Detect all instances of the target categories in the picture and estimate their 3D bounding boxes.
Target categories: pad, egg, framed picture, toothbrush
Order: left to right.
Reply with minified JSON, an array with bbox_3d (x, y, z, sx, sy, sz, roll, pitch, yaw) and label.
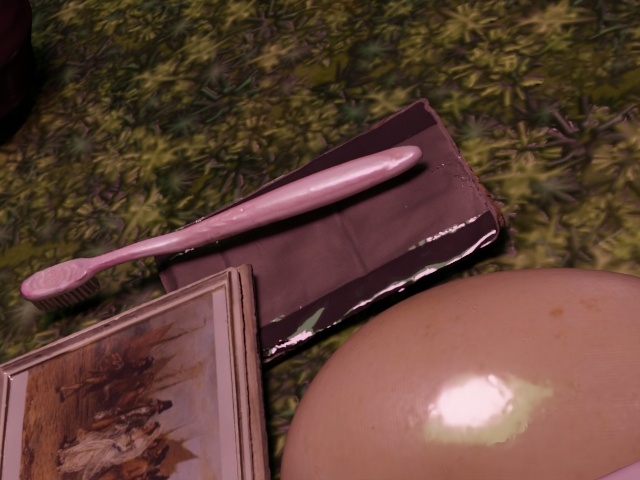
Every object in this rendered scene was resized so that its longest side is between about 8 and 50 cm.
[{"bbox_3d":[-0.130,0.142,0.849,0.217,0.017,0.274,-24,41,12],"label":"framed picture"},{"bbox_3d":[-0.071,-0.008,0.955,0.307,0.029,0.025,-20,52,10],"label":"toothbrush"},{"bbox_3d":[0.000,0.000,0.935,0.233,0.022,0.174,-29,40,2],"label":"pad"},{"bbox_3d":[0.106,0.106,0.639,0.254,0.188,0.188,-13,42,3],"label":"egg"}]

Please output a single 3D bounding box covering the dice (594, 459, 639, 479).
[{"bbox_3d":[0.159,0.192,0.443,0.194,0.193,0.192,-10,33,37],"label":"dice"}]

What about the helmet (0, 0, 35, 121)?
[{"bbox_3d":[-0.381,-0.167,1.200,0.305,0.177,0.225,-6,39,34],"label":"helmet"}]
